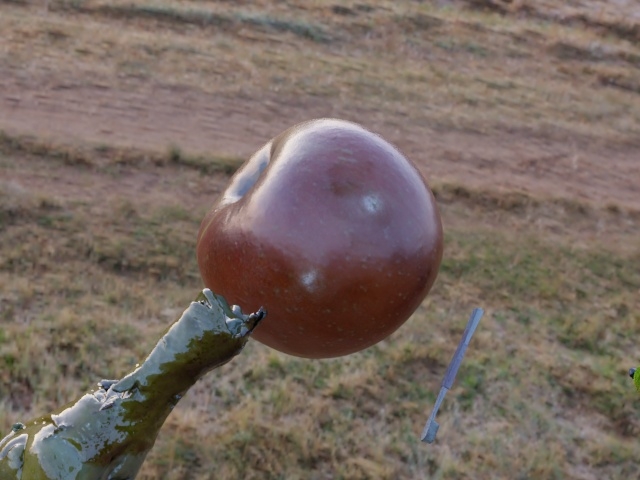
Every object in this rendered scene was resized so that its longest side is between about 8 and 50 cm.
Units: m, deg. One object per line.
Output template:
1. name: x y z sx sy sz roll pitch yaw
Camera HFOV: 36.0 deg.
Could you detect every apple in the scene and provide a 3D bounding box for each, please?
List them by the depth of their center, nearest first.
1. apple: 0.000 0.000 1.379 0.277 0.348 0.348 40 21 -17

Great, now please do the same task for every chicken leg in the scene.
1. chicken leg: -0.239 0.207 1.168 0.153 0.429 0.201 46 0 5

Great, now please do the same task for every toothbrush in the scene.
1. toothbrush: 0.172 0.175 1.289 0.017 0.194 0.014 30 -20 -17

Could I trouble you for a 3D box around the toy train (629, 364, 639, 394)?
1. toy train: 0.614 0.216 1.480 0.296 0.160 0.100 -18 11 48
